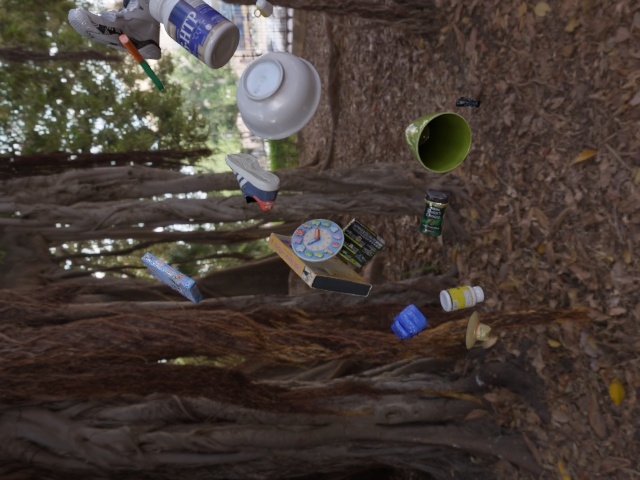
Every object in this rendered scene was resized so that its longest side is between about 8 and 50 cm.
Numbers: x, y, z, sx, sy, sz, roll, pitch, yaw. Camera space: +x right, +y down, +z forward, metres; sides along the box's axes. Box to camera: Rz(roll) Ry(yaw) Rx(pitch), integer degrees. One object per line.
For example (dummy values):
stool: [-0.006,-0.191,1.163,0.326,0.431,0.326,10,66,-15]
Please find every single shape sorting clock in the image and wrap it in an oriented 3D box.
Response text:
shape sorting clock: [-0.011,-0.004,1.679,0.040,0.206,0.206,74,-174,-49]

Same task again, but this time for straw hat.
straw hat: [0.557,0.316,1.493,0.144,0.061,0.144,-19,-66,-51]

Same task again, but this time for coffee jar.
coffee jar: [0.459,-0.114,1.736,0.079,0.096,0.184,-41,-39,-51]

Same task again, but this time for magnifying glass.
magnifying glass: [-0.515,-0.513,1.252,0.092,0.026,0.231,56,175,9]

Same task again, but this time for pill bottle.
pill bottle: [0.426,0.172,1.298,0.065,0.116,0.065,170,90,-83]
pill bottle: [-0.288,-0.490,0.981,0.112,0.187,0.112,-52,-4,-5]

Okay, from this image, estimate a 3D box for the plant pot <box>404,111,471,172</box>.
plant pot: [0.527,-0.498,2.091,0.293,0.275,0.275,-123,29,-63]

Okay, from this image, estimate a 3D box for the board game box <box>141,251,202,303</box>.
board game box: [-0.537,0.140,1.570,0.039,0.211,0.160,-57,-11,-26]

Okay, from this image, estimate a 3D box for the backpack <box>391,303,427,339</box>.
backpack: [0.300,0.280,1.453,0.098,0.101,0.120,46,157,13]

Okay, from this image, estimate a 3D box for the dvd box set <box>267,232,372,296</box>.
dvd box set: [-0.012,0.101,1.878,0.420,0.307,0.062,38,110,50]

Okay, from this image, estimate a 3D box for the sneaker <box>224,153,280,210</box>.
sneaker: [-0.288,-0.236,1.738,0.350,0.131,0.148,44,134,42]

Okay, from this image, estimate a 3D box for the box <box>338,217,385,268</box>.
box: [0.170,0.017,2.000,0.184,0.191,0.045,-47,14,31]

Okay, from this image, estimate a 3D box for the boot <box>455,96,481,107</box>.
boot: [0.679,-0.628,1.963,0.121,0.099,0.045,-35,-51,-51]

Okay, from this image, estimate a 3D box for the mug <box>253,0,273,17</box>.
mug: [-0.248,-0.999,1.860,0.078,0.062,0.064,-65,-23,8]

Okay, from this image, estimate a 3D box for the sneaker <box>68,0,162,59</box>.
sneaker: [-0.712,-0.797,1.536,0.366,0.137,0.210,-8,-70,-64]

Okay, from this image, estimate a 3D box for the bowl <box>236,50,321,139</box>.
bowl: [-0.157,-0.484,1.371,0.134,0.298,0.298,28,-125,-67]
